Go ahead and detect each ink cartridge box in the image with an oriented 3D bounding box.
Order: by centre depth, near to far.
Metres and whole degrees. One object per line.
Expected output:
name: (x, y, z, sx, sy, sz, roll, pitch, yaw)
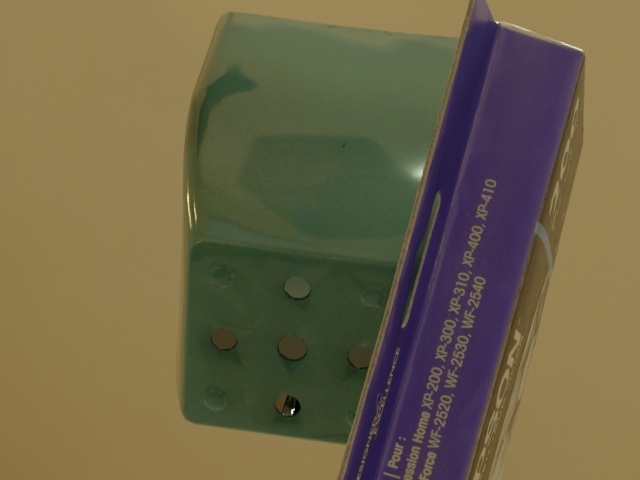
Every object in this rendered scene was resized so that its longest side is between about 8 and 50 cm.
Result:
ink cartridge box: (0.067, 0.024, 0.585, 0.045, 0.208, 0.206, 14, -96, 15)

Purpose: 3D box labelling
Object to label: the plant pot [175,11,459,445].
plant pot: (0.000, 0.000, 0.755, 0.165, 0.234, 0.165, 7, -62, 4)
